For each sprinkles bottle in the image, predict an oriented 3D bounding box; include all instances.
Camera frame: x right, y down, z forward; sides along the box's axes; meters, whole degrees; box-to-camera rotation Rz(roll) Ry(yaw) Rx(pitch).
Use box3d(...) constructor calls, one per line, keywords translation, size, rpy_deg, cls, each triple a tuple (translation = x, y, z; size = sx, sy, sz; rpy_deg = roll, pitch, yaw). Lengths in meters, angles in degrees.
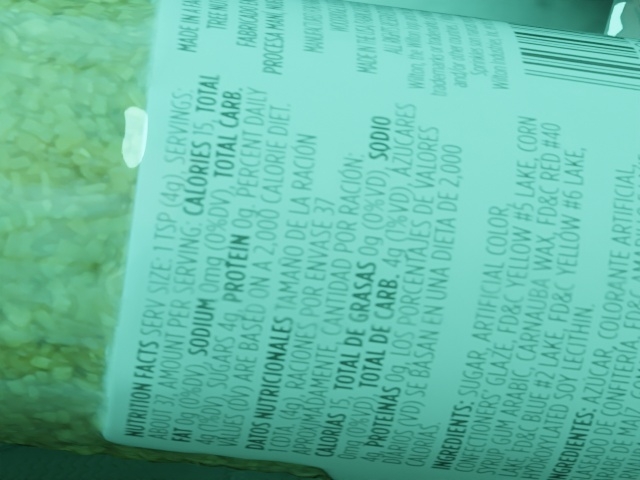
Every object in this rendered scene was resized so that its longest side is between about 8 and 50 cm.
box3d(translation=(0.000, 0.000, 0.394), size=(0.355, 0.121, 0.121), rpy_deg=(6, 73, -7), cls="sprinkles bottle")

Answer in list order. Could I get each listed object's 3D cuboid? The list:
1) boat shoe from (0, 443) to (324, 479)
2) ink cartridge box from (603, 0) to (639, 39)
box3d(translation=(0.030, 0.110, 0.467), size=(0.302, 0.114, 0.091), rpy_deg=(3, 114, 13), cls="boat shoe")
box3d(translation=(0.174, -0.052, 0.498), size=(0.180, 0.060, 0.104), rpy_deg=(17, 94, 13), cls="ink cartridge box")
